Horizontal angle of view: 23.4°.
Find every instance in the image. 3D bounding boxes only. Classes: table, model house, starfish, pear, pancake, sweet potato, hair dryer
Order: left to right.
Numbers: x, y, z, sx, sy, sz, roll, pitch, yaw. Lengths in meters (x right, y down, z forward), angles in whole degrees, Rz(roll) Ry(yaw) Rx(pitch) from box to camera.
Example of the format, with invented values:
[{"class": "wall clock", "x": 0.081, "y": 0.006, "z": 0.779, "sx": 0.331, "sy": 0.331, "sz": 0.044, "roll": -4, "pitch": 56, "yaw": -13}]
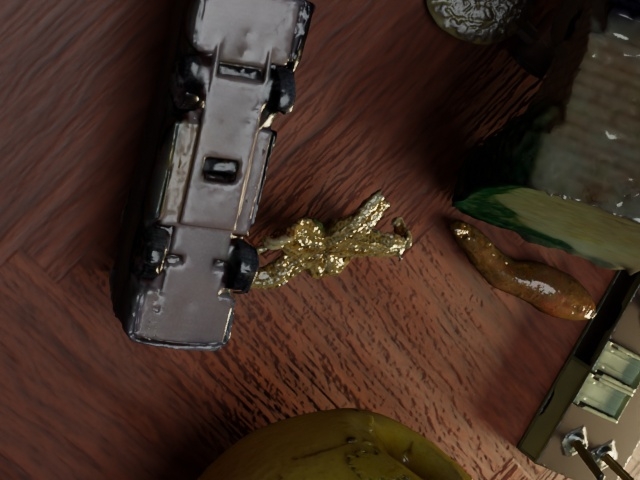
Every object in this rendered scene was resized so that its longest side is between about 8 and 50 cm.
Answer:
[{"class": "starfish", "x": 0.005, "y": 0.008, "z": 1.400, "sx": 0.150, "sy": 0.053, "sz": 0.209, "roll": -40, "pitch": 161, "yaw": 16}, {"class": "pear", "x": 0.015, "y": 0.330, "z": 1.421, "sx": 0.348, "sy": 0.348, "sz": 0.348, "roll": -11, "pitch": 114, "yaw": -24}, {"class": "pancake", "x": 0.153, "y": -0.238, "z": 1.443, "sx": 0.115, "sy": 0.011, "sz": 0.115, "roll": -2, "pitch": 101, "yaw": -12}, {"class": "sweet potato", "x": 0.199, "y": 0.031, "z": 1.573, "sx": 0.214, "sy": 0.050, "sz": 0.050, "roll": 28, "pitch": 95, "yaw": -30}, {"class": "hair dryer", "x": 0.193, "y": -0.214, "z": 1.481, "sx": 0.114, "sy": 0.037, "sz": 0.063, "roll": 38, "pitch": 90, "yaw": -27}, {"class": "model house", "x": 0.287, "y": -0.124, "z": 1.424, "sx": 0.243, "sy": 0.298, "sz": 0.284, "roll": 23, "pitch": 84, "yaw": -2}, {"class": "table", "x": 0.339, "y": 0.162, "z": 1.662, "sx": 0.121, "sy": 0.111, "sz": 0.240, "roll": 25, "pitch": 97, "yaw": -32}]

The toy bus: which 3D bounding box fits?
[{"class": "toy bus", "x": -0.104, "y": -0.071, "z": 1.320, "sx": 0.112, "sy": 0.138, "sz": 0.317, "roll": 10, "pitch": 106, "yaw": -25}]
